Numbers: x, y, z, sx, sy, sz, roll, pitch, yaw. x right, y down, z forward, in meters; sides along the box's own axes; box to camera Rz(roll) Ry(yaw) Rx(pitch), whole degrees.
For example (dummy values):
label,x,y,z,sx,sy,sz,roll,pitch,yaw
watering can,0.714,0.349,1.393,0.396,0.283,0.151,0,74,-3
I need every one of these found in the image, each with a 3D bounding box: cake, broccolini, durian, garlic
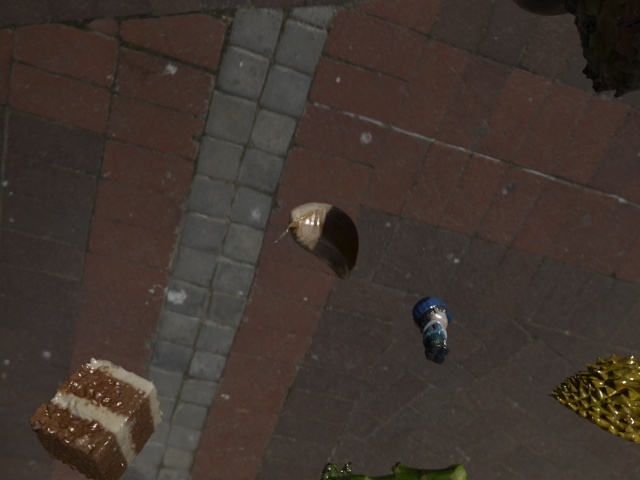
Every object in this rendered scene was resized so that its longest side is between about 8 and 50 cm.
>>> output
label,x,y,z,sx,sy,sz,roll,pitch,yaw
cake,-0.335,0.274,0.879,0.135,0.147,0.134,22,140,15
broccolini,0.084,0.291,0.675,0.216,0.067,0.058,-24,99,39
durian,0.524,0.288,1.002,0.165,0.182,0.132,-30,147,-19
garlic,-0.005,-0.012,1.105,0.090,0.128,0.198,-15,145,38

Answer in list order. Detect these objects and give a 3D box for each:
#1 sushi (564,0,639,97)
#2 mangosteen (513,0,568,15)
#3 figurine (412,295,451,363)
label,x,y,z,sx,sy,sz,roll,pitch,yaw
sushi,0.361,-0.245,0.517,0.219,0.225,0.238,6,91,-3
mangosteen,0.290,-0.402,0.759,0.230,0.194,0.194,5,119,-1
figurine,0.206,0.166,1.076,0.079,0.136,0.077,21,125,5
